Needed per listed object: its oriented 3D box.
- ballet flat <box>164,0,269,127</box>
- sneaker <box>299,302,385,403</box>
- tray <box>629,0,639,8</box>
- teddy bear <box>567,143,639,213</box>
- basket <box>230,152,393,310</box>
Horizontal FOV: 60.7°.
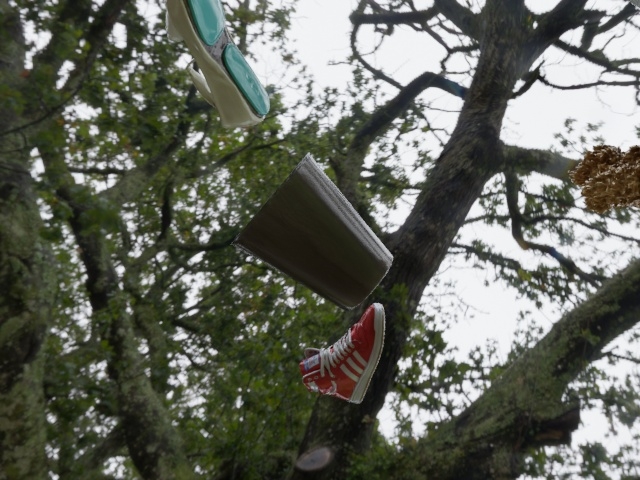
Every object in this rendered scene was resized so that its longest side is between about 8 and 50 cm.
[{"bbox_3d":[-0.149,-0.249,0.700,0.086,0.086,0.248,-8,-49,21],"label":"ballet flat"},{"bbox_3d":[0.018,0.104,0.512,0.067,0.042,0.118,11,-59,-4],"label":"sneaker"},{"bbox_3d":[0.328,-0.164,0.359,0.270,0.030,0.145,55,-32,27],"label":"tray"},{"bbox_3d":[0.493,-0.076,0.762,0.245,0.338,0.113,-2,-78,-18],"label":"teddy bear"},{"bbox_3d":[0.000,0.000,0.938,0.227,0.154,0.204,40,-93,-6],"label":"basket"}]
